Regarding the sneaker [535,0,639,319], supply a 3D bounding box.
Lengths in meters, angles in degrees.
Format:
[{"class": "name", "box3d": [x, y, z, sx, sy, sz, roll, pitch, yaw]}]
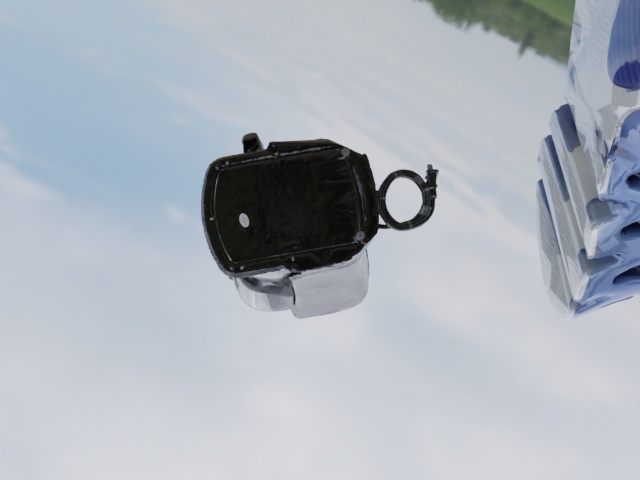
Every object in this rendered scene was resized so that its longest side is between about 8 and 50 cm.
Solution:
[{"class": "sneaker", "box3d": [0.218, -0.077, 0.510, 0.182, 0.316, 0.128, -5, -122, -4]}]

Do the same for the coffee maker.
[{"class": "coffee maker", "box3d": [0.000, 0.000, 0.852, 0.171, 0.120, 0.178, 13, 167, 7]}]
